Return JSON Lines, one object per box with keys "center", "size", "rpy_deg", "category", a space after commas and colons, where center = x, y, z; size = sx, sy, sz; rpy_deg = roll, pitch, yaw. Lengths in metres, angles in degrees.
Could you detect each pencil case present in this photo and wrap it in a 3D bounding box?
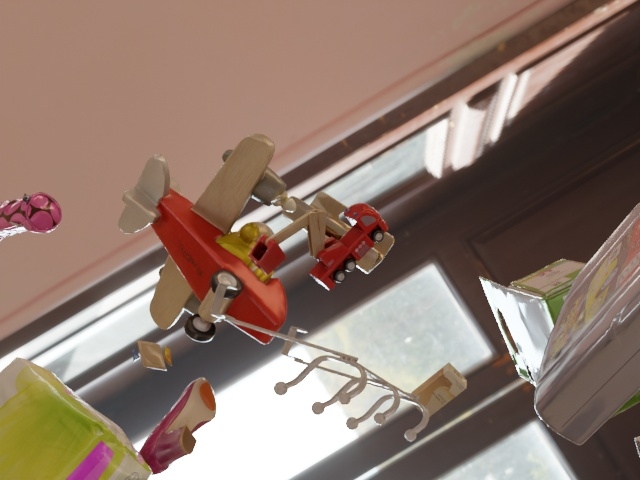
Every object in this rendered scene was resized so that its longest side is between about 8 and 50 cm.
{"center": [-0.640, -0.043, 1.642], "size": [0.095, 0.209, 0.098], "rpy_deg": [56, -138, -29], "category": "pencil case"}

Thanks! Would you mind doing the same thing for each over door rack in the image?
{"center": [-0.012, 0.207, 1.249], "size": [0.324, 0.108, 0.239], "rpy_deg": [25, 170, 39], "category": "over door rack"}

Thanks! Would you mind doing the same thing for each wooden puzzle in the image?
{"center": [-0.372, 0.254, 1.737], "size": [0.116, 0.014, 0.079], "rpy_deg": [29, -150, -46], "category": "wooden puzzle"}

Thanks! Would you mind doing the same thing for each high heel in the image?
{"center": [-0.262, 0.334, 1.425], "size": [0.082, 0.117, 0.244], "rpy_deg": [59, -166, -19], "category": "high heel"}

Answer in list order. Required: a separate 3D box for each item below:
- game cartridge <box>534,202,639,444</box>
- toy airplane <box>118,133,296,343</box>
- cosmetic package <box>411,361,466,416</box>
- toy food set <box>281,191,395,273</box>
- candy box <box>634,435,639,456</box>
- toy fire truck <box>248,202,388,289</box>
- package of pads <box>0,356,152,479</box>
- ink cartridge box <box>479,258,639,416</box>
{"center": [0.288, 0.055, 0.752], "size": [0.060, 0.196, 0.294], "rpy_deg": [31, -146, 9], "category": "game cartridge"}
{"center": [-0.211, 0.000, 1.552], "size": [0.272, 0.386, 0.385], "rpy_deg": [-9, -85, -48], "category": "toy airplane"}
{"center": [0.254, 0.323, 1.705], "size": [0.060, 0.115, 0.041], "rpy_deg": [44, -160, -3], "category": "cosmetic package"}
{"center": [0.052, -0.037, 1.738], "size": [0.219, 0.092, 0.306], "rpy_deg": [34, -170, 7], "category": "toy food set"}
{"center": [0.506, 0.293, 0.945], "size": [0.165, 0.196, 0.070], "rpy_deg": [68, -164, 3], "category": "candy box"}
{"center": [0.000, 0.000, 1.197], "size": [0.135, 0.192, 0.047], "rpy_deg": [48, 171, -30], "category": "toy fire truck"}
{"center": [-0.343, 0.264, 0.879], "size": [0.296, 0.229, 0.101], "rpy_deg": [13, 145, 50], "category": "package of pads"}
{"center": [0.342, 0.127, 1.138], "size": [0.189, 0.097, 0.255], "rpy_deg": [66, 174, -7], "category": "ink cartridge box"}
